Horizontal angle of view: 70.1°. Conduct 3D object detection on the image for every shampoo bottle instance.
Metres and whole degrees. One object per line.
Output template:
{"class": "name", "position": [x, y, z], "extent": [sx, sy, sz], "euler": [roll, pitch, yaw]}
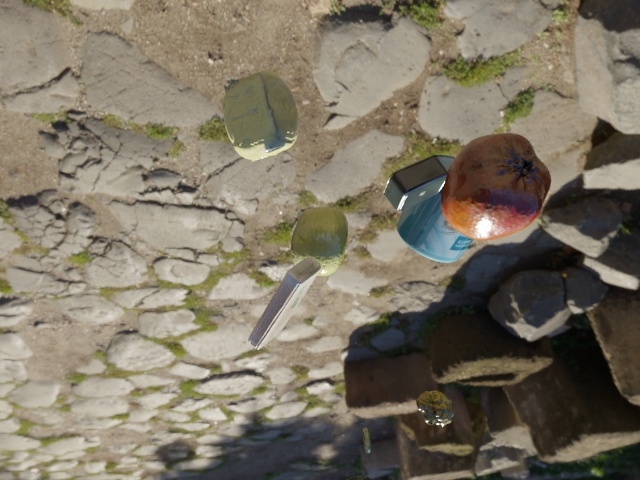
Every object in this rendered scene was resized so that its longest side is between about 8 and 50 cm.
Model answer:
{"class": "shampoo bottle", "position": [0.531, -0.132, 1.928], "extent": [0.331, 0.331, 0.342], "euler": [8, 127, -23]}

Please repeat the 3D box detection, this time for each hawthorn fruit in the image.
{"class": "hawthorn fruit", "position": [0.458, -0.133, 1.275], "extent": [0.287, 0.287, 0.330], "euler": [5, 158, -19]}

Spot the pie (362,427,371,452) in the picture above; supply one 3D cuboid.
{"class": "pie", "position": [0.159, 0.685, 1.560], "extent": [0.017, 0.085, 0.085], "euler": [-1, 142, -4]}

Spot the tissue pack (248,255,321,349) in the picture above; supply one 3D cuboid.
{"class": "tissue pack", "position": [-0.122, 0.210, 1.529], "extent": [0.071, 0.170, 0.325], "euler": [37, 119, 9]}

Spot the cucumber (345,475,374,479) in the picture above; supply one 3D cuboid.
{"class": "cucumber", "position": [0.132, 0.903, 1.642], "extent": [0.115, 0.063, 0.244], "euler": [-29, 140, 5]}

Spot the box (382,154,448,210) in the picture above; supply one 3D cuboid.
{"class": "box", "position": [0.324, -0.191, 1.540], "extent": [0.201, 0.090, 0.144], "euler": [-24, 158, -19]}

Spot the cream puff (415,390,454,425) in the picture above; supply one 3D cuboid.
{"class": "cream puff", "position": [0.449, 0.671, 1.809], "extent": [0.116, 0.146, 0.146], "euler": [-12, 148, -34]}

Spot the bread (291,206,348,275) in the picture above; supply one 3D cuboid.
{"class": "bread", "position": [0.011, 0.002, 2.079], "extent": [0.237, 0.320, 0.320], "euler": [12, 145, 15]}

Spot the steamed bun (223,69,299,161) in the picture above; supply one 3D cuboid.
{"class": "steamed bun", "position": [-0.190, -0.404, 1.483], "extent": [0.232, 0.272, 0.166], "euler": [-17, 178, 36]}
